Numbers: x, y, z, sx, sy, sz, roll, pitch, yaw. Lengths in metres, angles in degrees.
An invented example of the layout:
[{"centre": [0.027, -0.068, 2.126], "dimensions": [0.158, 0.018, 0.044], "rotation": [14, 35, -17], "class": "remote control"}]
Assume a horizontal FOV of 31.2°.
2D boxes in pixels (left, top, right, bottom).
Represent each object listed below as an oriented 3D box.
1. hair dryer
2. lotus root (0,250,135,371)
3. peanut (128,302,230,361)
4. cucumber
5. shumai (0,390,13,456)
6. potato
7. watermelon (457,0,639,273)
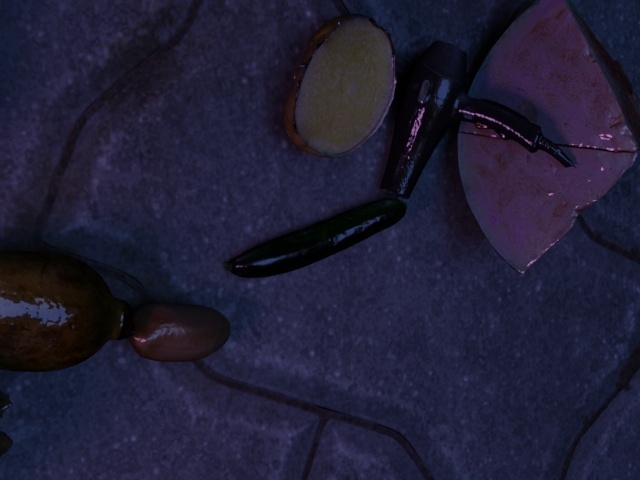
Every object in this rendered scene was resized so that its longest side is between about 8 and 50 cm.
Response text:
[{"centre": [0.224, -0.138, 1.612], "dimensions": [0.091, 0.271, 0.236], "rotation": [10, 101, -69], "class": "hair dryer"}, {"centre": [-0.342, 0.085, 1.359], "dimensions": [0.260, 0.128, 0.145], "rotation": [9, 105, -26], "class": "lotus root"}, {"centre": [-0.183, 0.119, 1.489], "dimensions": [0.152, 0.076, 0.076], "rotation": [5, 93, -37], "class": "peanut"}, {"centre": [0.000, 0.000, 1.595], "dimensions": [0.284, 0.056, 0.056], "rotation": [-21, 106, -23], "class": "cucumber"}, {"centre": [-0.501, 0.265, 1.268], "dimensions": [0.330, 0.292, 0.288], "rotation": [-49, 156, -6], "class": "shumai"}, {"centre": [0.015, -0.213, 1.565], "dimensions": [0.164, 0.081, 0.200], "rotation": [28, 84, -38], "class": "potato"}, {"centre": [0.354, -0.146, 1.718], "dimensions": [0.292, 0.319, 0.222], "rotation": [-40, 155, 21], "class": "watermelon"}]
